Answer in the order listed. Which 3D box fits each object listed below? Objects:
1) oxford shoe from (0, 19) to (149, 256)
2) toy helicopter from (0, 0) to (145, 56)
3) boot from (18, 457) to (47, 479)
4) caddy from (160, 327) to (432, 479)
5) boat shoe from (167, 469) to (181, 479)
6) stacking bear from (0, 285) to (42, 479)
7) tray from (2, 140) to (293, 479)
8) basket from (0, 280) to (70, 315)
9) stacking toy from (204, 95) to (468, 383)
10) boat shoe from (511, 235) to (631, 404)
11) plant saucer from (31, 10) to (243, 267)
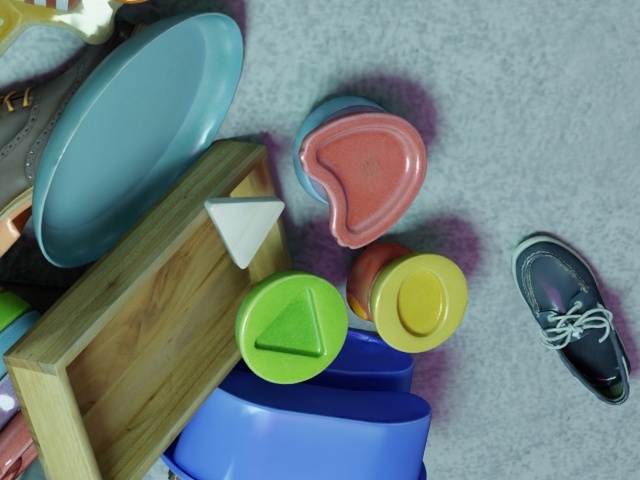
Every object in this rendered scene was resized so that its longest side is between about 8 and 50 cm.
[{"bbox_3d":[-0.324,-0.115,1.687,0.133,0.130,0.364,39,107,-13],"label":"oxford shoe"},{"bbox_3d":[-0.321,-0.264,1.584,0.235,0.140,0.355,36,113,-20],"label":"toy helicopter"},{"bbox_3d":[-0.294,0.302,1.981,0.189,0.076,0.208,16,113,1],"label":"boot"},{"bbox_3d":[-0.028,0.225,1.864,0.341,0.241,0.179,10,114,-13],"label":"caddy"},{"bbox_3d":[-0.037,0.342,2.007,0.324,0.120,0.122,20,118,-18],"label":"boat shoe"},{"bbox_3d":[-0.394,0.108,1.677,0.289,0.175,0.164,41,77,2],"label":"stacking bear"},{"bbox_3d":[-0.169,0.084,1.676,0.076,0.411,0.203,8,127,28],"label":"tray"},{"bbox_3d":[-0.295,0.131,1.833,0.227,0.154,0.204,14,123,-10],"label":"basket"},{"bbox_3d":[0.000,0.000,1.771,0.279,0.130,0.309,-22,116,-16],"label":"stacking toy"},{"bbox_3d":[0.313,0.103,1.916,0.095,0.079,0.254,-24,122,10],"label":"boat shoe"},{"bbox_3d":[-0.197,-0.112,1.630,0.043,0.317,0.317,35,118,15],"label":"plant saucer"}]
